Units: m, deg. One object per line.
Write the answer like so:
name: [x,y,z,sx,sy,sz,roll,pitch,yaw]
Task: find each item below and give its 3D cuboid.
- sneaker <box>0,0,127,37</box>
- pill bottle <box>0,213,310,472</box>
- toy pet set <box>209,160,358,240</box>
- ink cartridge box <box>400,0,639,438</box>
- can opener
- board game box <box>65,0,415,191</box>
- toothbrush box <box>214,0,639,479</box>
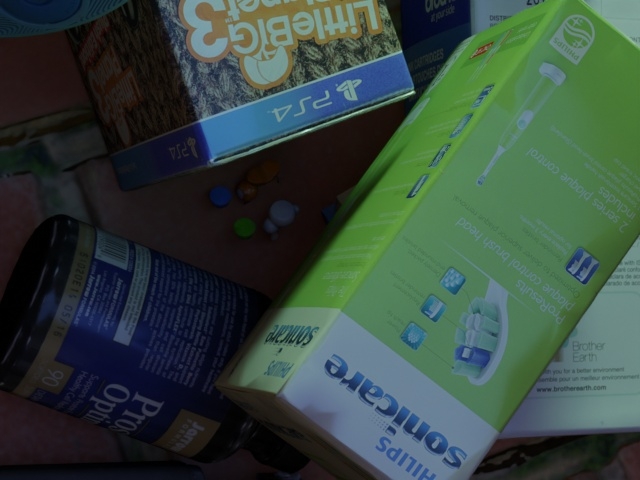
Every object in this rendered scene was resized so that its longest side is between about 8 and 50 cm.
sneaker: [-0.211,-0.220,1.036,0.127,0.319,0.208,57,36,-46]
pill bottle: [-0.101,0.075,1.189,0.219,0.123,0.122,23,80,-17]
toy pet set: [0.000,0.000,1.269,0.114,0.065,0.122,-30,65,-18]
ink cartridge box: [0.205,-0.061,1.290,0.270,0.151,0.395,0,89,-19]
can opener: [-0.106,0.197,1.206,0.283,0.076,0.095,1,86,-19]
board game box: [-0.087,-0.195,1.149,0.141,0.232,0.291,-21,94,-19]
toothbrush box: [0.078,0.010,1.068,0.122,0.206,0.283,39,79,-9]
